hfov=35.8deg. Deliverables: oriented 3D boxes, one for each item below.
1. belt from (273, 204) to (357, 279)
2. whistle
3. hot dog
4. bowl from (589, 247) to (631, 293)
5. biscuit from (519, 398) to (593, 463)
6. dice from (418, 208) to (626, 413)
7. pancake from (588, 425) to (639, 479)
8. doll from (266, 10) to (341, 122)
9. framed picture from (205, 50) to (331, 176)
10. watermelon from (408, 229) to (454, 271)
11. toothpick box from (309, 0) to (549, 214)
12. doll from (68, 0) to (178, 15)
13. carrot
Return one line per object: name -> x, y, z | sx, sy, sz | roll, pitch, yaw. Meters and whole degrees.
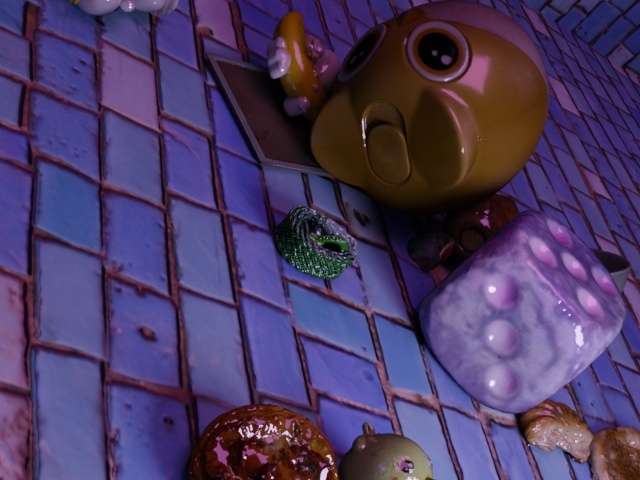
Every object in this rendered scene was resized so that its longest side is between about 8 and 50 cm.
belt -> 0.000, 0.000, 1.696 | 0.151, 0.079, 0.121 | 28, 34, -27
whistle -> 0.119, 0.379, 1.323 | 0.141, 0.141, 0.294 | 0, 53, -50
hot dog -> -0.059, 0.292, 1.254 | 0.226, 0.099, 0.161 | 12, 43, -39
bowl -> 0.483, 0.107, 2.034 | 0.289, 0.146, 0.289 | -1, 13, 0
biscuit -> 0.434, 0.337, 1.826 | 0.183, 0.061, 0.118 | 19, 37, -36
dice -> 0.360, 0.127, 1.784 | 0.271, 0.270, 0.270 | 48, 31, 6
pancake -> 0.624, 0.471, 1.905 | 0.282, 0.049, 0.282 | 27, 35, -21
doll -> -0.023, -0.341, 2.018 | 0.237, 0.111, 0.252 | 50, 33, -28
framed picture -> -0.091, -0.240, 1.942 | 0.231, 0.018, 0.293 | 7, 47, -47
watermelon -> 0.215, 0.021, 1.966 | 0.092, 0.072, 0.084 | 18, 25, 40
toothpick box -> 0.222, -0.259, 1.935 | 0.409, 0.409, 0.425 | 47, 43, 4
doll -> -0.359, -0.462, 1.807 | 0.138, 0.119, 0.293 | 36, 32, 19
carrot -> 0.336, -0.034, 2.094 | 0.139, 0.138, 0.302 | 49, 18, 8
